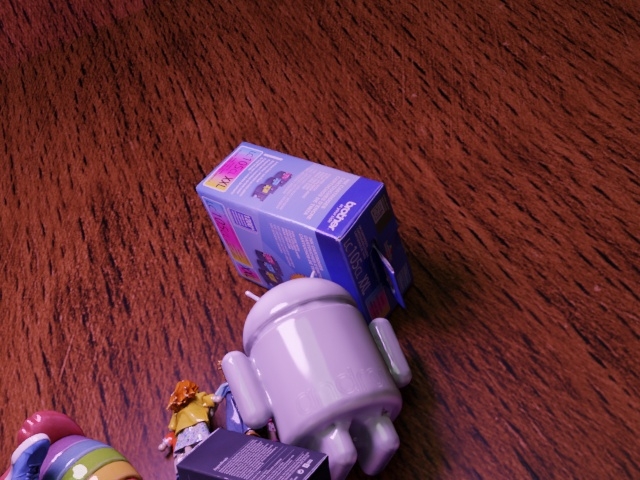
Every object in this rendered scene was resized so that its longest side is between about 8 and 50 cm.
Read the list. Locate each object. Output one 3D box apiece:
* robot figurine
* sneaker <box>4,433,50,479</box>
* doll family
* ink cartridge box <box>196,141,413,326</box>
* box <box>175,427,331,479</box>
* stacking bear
[{"bbox_3d":[-0.001,0.204,1.347,0.300,0.199,0.353,-9,55,-27],"label":"robot figurine"},{"bbox_3d":[-0.431,0.368,1.261,0.085,0.058,0.152,38,99,30],"label":"sneaker"},{"bbox_3d":[-0.163,0.281,1.420,0.263,0.118,0.163,-19,43,1],"label":"doll family"},{"bbox_3d":[0.000,0.000,1.530,0.396,0.270,0.151,19,57,34],"label":"ink cartridge box"},{"bbox_3d":[-0.090,0.381,1.239,0.207,0.153,0.108,6,25,32],"label":"box"},{"bbox_3d":[-0.344,0.411,1.329,0.289,0.164,0.175,24,89,29],"label":"stacking bear"}]
